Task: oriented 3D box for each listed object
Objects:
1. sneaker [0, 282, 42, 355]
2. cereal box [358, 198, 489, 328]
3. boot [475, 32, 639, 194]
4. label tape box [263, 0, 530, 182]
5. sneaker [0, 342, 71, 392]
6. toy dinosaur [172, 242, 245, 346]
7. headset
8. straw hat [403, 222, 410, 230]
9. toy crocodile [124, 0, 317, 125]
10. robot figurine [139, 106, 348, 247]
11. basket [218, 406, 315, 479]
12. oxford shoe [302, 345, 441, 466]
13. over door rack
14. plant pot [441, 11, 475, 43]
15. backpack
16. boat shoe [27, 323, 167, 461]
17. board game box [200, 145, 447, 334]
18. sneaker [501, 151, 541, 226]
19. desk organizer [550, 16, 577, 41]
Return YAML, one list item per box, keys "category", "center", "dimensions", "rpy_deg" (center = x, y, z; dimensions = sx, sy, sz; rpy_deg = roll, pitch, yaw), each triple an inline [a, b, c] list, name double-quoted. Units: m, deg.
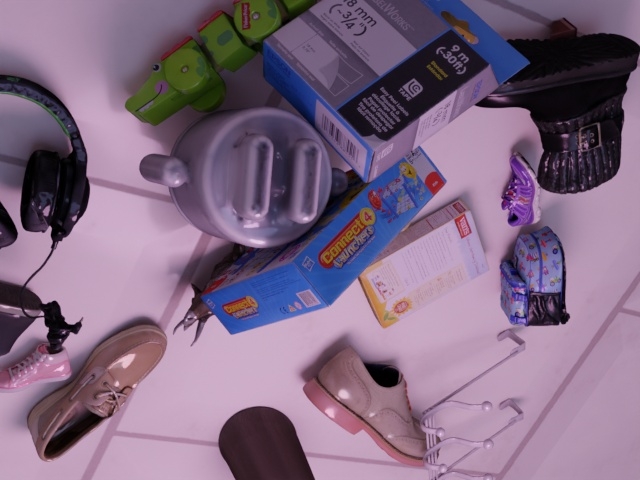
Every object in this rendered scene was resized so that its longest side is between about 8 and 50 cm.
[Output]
- category: "sneaker"
  center: [-0.560, 0.119, 1.685]
  dimensions: [0.222, 0.083, 0.118]
  rpy_deg: [21, 113, -36]
- category: "cereal box"
  center: [0.190, 0.046, 2.015]
  dimensions: [0.240, 0.047, 0.173]
  rpy_deg: [-29, 132, -5]
- category: "boot"
  center: [0.378, -0.200, 1.818]
  dimensions: [0.348, 0.131, 0.260]
  rpy_deg: [-8, 127, -15]
- category: "label tape box"
  center: [0.117, -0.275, 1.559]
  dimensions: [0.333, 0.240, 0.106]
  rpy_deg: [-37, 161, -18]
- category: "sneaker"
  center: [-0.489, 0.210, 1.808]
  dimensions: [0.134, 0.051, 0.070]
  rpy_deg: [-10, 126, -23]
- category: "toy dinosaur"
  center: [-0.106, 0.068, 1.867]
  dimensions: [0.313, 0.121, 0.160]
  rpy_deg: [-7, 138, -28]
- category: "headset"
  center: [-0.442, -0.039, 1.560]
  dimensions: [0.243, 0.185, 0.394]
  rpy_deg: [-17, 118, -13]
- category: "straw hat"
  center: [0.128, -0.044, 1.911]
  dimensions: [0.144, 0.061, 0.144]
  rpy_deg: [-13, 129, -17]
- category: "toy crocodile"
  center: [-0.144, -0.287, 1.581]
  dimensions: [0.340, 0.105, 0.115]
  rpy_deg: [-35, 165, 8]
- category: "robot figurine"
  center: [-0.112, -0.096, 1.591]
  dimensions: [0.300, 0.353, 0.200]
  rpy_deg: [7, 92, -22]
- category: "basket"
  center: [-0.085, 0.463, 2.068]
  dimensions: [0.154, 0.227, 0.204]
  rpy_deg: [-32, 130, -1]
- category: "oxford shoe"
  center: [0.142, 0.338, 2.148]
  dimensions: [0.146, 0.140, 0.397]
  rpy_deg: [-51, 133, 4]
- category: "over door rack"
  center: [0.334, 0.371, 2.202]
  dimensions: [0.324, 0.108, 0.239]
  rpy_deg: [-38, 138, -33]
- category: "plant pot"
  center: [0.202, -0.332, 1.723]
  dimensions: [0.081, 0.083, 0.081]
  rpy_deg: [21, 112, -36]
- category: "backpack"
  center: [0.412, 0.064, 2.070]
  dimensions: [0.117, 0.158, 0.173]
  rpy_deg: [-3, 113, -2]
- category: "boat shoe"
  center: [-0.381, 0.269, 1.868]
  dimensions: [0.302, 0.098, 0.109]
  rpy_deg: [-39, 131, 5]
- category: "board game box"
  center: [0.000, 0.000, 1.656]
  dimensions: [0.086, 0.308, 0.302]
  rpy_deg: [51, 58, -11]
- category: "sneaker"
  center: [0.368, -0.087, 1.994]
  dimensions: [0.071, 0.068, 0.170]
  rpy_deg: [-19, 130, -5]
- category: "desk organizer"
  center: [0.409, -0.314, 1.860]
  dimensions: [0.050, 0.047, 0.130]
  rpy_deg: [-15, 129, -12]
